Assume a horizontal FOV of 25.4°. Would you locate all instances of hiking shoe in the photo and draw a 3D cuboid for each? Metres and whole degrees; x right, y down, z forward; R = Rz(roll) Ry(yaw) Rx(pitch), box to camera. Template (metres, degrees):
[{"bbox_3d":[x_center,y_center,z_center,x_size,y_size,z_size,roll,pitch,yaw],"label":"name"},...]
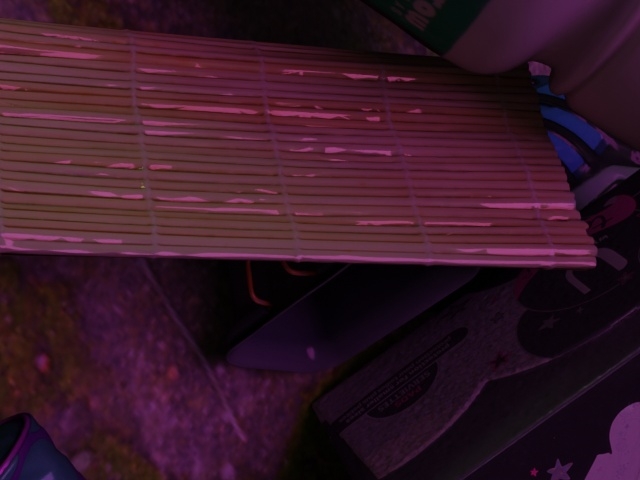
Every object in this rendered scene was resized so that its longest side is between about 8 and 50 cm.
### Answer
[{"bbox_3d":[0.121,-0.038,0.910,0.304,0.113,0.132,-9,60,-37],"label":"hiking shoe"}]

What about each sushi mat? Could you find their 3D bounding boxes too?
[{"bbox_3d":[-0.025,-0.047,0.682,0.317,0.019,0.151,2,50,-21],"label":"sushi mat"}]

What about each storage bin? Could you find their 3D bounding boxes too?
[{"bbox_3d":[0.000,0.000,0.751,0.098,0.135,0.091,10,53,-42],"label":"storage bin"}]

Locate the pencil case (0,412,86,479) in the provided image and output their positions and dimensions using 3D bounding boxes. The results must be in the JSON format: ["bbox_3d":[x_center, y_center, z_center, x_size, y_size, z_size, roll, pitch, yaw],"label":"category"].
[{"bbox_3d":[-0.119,0.155,0.661,0.151,0.064,0.070,57,22,-21],"label":"pencil case"}]

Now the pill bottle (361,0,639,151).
[{"bbox_3d":[0.062,-0.211,0.693,0.361,0.204,0.204,34,58,-2],"label":"pill bottle"}]

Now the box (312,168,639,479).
[{"bbox_3d":[0.143,0.096,0.781,0.247,0.163,0.142,-34,113,-1],"label":"box"}]
